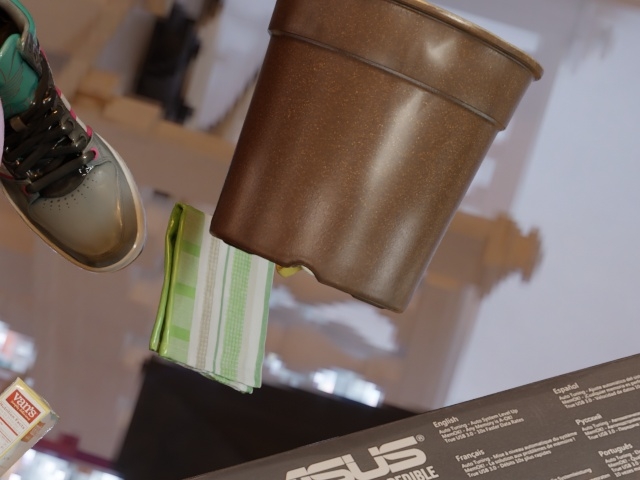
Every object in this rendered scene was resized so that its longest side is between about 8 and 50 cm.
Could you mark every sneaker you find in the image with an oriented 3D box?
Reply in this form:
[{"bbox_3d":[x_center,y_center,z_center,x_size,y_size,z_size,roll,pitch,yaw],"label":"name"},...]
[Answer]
[{"bbox_3d":[-0.255,-0.106,1.564,0.124,0.295,0.178,-35,174,3],"label":"sneaker"}]

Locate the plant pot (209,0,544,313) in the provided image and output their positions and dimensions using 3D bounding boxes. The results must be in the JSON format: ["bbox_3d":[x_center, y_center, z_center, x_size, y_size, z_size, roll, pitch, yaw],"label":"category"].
[{"bbox_3d":[0.023,-0.055,1.081,0.167,0.167,0.165,16,96,-84],"label":"plant pot"}]

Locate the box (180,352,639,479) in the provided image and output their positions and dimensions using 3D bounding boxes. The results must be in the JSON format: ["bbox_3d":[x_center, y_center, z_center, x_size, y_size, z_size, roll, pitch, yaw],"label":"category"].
[{"bbox_3d":[0.043,0.167,0.722,0.076,0.307,0.242,56,-33,37],"label":"box"}]

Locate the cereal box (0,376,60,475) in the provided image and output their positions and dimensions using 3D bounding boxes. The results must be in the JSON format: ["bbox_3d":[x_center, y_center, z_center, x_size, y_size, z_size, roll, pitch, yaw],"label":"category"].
[{"bbox_3d":[-0.335,0.223,1.651,0.240,0.047,0.173,-45,178,-10],"label":"cereal box"}]

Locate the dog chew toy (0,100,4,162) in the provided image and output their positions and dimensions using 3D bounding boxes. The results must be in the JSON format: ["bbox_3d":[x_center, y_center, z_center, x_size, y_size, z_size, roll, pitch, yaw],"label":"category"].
[{"bbox_3d":[-0.277,-0.018,1.012,0.332,0.206,0.207,107,3,-60],"label":"dog chew toy"}]

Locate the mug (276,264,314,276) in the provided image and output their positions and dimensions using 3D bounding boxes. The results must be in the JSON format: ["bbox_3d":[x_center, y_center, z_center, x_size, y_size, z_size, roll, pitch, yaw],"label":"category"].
[{"bbox_3d":[0.004,-0.001,1.404,0.078,0.062,0.064,108,-7,-45],"label":"mug"}]

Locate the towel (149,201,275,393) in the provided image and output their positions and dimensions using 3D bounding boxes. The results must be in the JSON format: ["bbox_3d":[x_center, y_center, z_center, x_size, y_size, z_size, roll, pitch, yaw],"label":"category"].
[{"bbox_3d":[-0.078,0.043,1.332,0.152,0.023,0.113,31,63,-62],"label":"towel"}]
